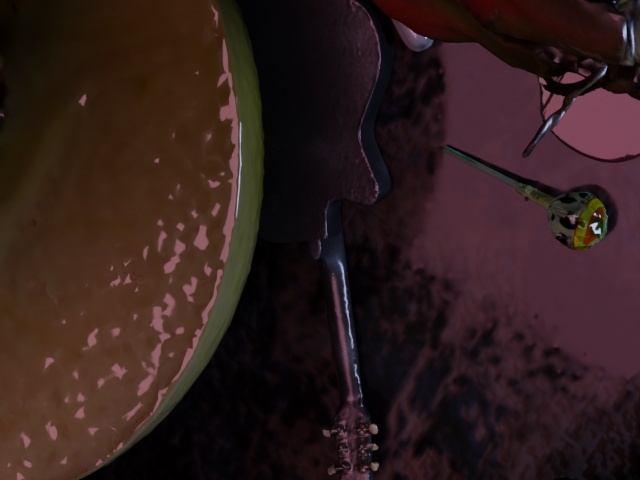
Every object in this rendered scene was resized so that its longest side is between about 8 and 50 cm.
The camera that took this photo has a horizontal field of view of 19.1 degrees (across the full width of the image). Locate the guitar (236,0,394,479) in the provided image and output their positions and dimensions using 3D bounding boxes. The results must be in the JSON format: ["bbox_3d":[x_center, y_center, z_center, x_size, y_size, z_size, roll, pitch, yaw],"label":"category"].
[{"bbox_3d":[0.000,0.000,0.864,0.088,0.025,0.233,-5,97,20],"label":"guitar"}]

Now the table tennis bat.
[{"bbox_3d":[0.111,-0.067,0.823,0.083,0.007,0.050,33,109,10],"label":"table tennis bat"}]

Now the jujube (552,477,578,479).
[{"bbox_3d":[0.157,0.277,0.749,0.258,0.258,0.377,-39,80,21],"label":"jujube"}]

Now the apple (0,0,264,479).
[{"bbox_3d":[-0.162,-0.039,0.773,0.292,0.292,0.254,28,102,13],"label":"apple"}]

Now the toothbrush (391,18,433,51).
[{"bbox_3d":[-0.017,-0.206,0.828,0.025,0.019,0.276,-29,94,14],"label":"toothbrush"}]

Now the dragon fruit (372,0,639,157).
[{"bbox_3d":[0.077,-0.158,0.686,0.233,0.293,0.234,5,143,4],"label":"dragon fruit"}]

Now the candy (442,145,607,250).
[{"bbox_3d":[0.088,-0.021,0.834,0.083,0.023,0.025,27,122,21],"label":"candy"}]
